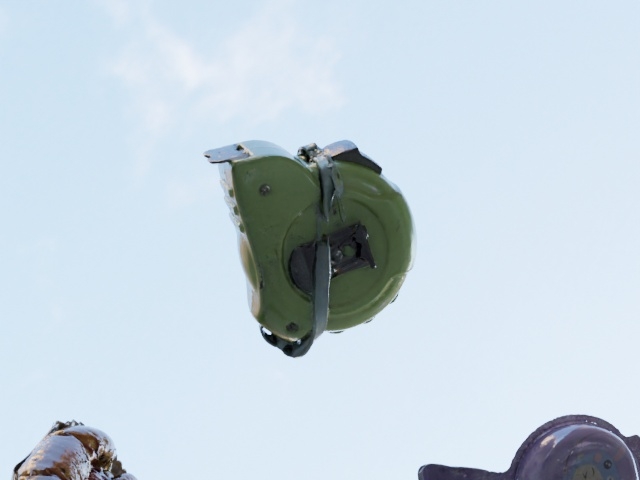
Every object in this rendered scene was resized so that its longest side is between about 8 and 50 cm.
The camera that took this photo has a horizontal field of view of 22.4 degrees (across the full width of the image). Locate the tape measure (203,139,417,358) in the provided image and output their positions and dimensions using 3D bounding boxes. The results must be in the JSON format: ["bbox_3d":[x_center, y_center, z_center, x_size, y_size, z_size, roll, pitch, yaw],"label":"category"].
[{"bbox_3d":[0.000,0.000,1.289,0.154,0.087,0.177,-15,-69,-12],"label":"tape measure"}]

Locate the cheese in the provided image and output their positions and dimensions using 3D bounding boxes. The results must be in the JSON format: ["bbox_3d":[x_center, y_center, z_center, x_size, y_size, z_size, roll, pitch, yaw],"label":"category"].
[{"bbox_3d":[0.162,0.186,1.169,0.042,0.191,0.105,-18,-93,67],"label":"cheese"}]

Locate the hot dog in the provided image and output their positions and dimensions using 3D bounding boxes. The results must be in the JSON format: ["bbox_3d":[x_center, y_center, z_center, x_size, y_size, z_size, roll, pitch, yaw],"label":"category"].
[{"bbox_3d":[-0.217,0.247,1.391,0.075,0.268,0.144,-24,-70,15],"label":"hot dog"}]
